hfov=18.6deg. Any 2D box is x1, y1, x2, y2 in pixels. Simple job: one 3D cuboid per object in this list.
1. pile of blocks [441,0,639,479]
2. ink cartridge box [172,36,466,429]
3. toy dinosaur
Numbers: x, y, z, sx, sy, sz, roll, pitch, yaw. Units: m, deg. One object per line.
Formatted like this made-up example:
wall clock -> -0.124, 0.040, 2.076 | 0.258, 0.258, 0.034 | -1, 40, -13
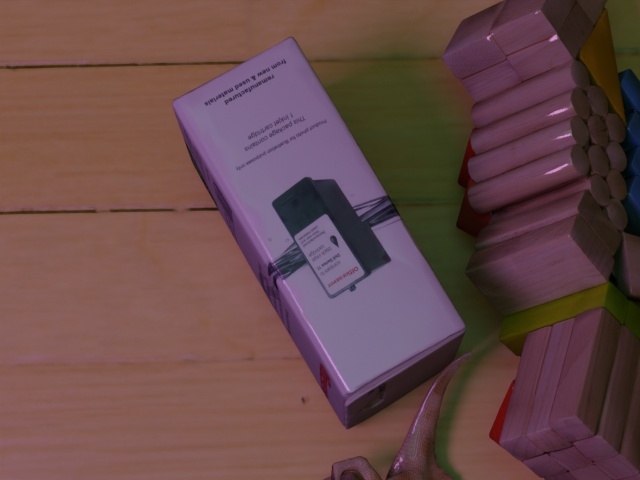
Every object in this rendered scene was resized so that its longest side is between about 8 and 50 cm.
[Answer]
pile of blocks -> 0.151, -0.001, 1.232 | 0.112, 0.149, 0.362 | -21, 62, 41
ink cartridge box -> 0.000, 0.000, 1.198 | 0.087, 0.153, 0.208 | -29, 80, -5
toy dinosaur -> 0.049, 0.158, 1.223 | 0.092, 0.053, 0.183 | 3, 89, -11
